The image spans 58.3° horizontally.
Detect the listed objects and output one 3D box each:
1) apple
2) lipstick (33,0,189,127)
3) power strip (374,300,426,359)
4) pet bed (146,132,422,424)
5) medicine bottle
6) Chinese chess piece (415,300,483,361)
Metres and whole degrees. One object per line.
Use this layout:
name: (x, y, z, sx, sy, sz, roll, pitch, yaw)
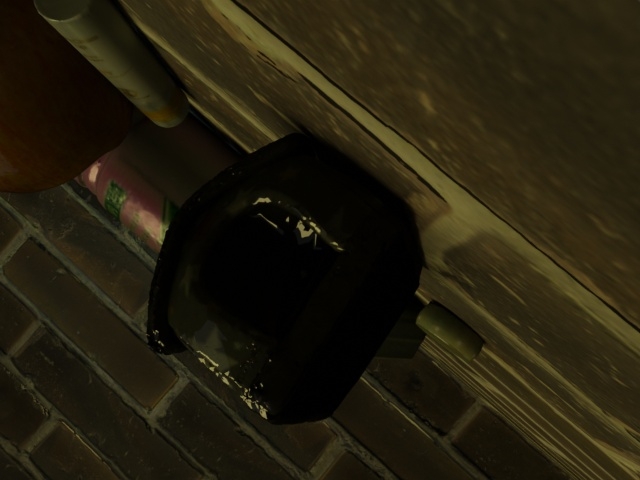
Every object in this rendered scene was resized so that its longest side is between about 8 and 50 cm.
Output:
apple: (-0.357, -0.180, 0.695, 0.264, 0.264, 0.264, 41, 177, 3)
lipstick: (-0.211, -0.195, 0.623, 0.059, 0.059, 0.264, 40, 177, 10)
power strip: (0.005, 0.099, 0.861, 0.261, 0.141, 0.229, 15, -164, -47)
pet bed: (-0.026, 0.030, 0.462, 0.159, 0.183, 0.211, 33, 177, 20)
medicine bottle: (-0.249, -0.106, 0.921, 0.325, 0.212, 0.212, 40, 177, 3)
Chinese chess piece: (0.155, 0.110, 0.688, 0.084, 0.034, 0.084, 38, 176, 3)
